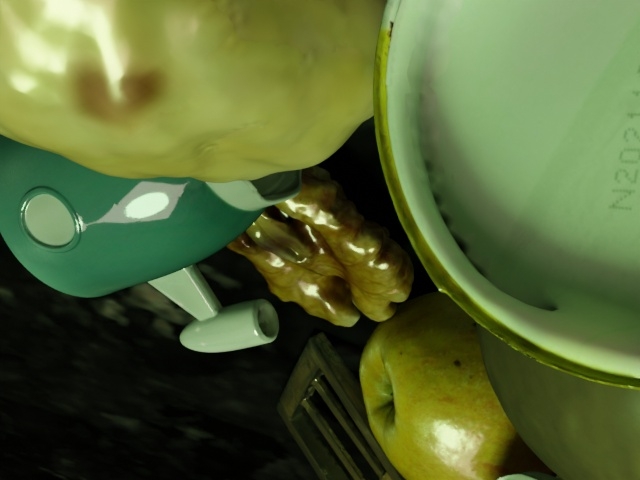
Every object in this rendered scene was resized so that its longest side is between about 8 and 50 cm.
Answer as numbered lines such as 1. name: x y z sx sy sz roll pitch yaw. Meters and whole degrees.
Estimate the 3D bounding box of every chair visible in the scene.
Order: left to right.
1. chair: 0.170 0.265 1.021 0.241 0.416 0.203 -21 157 -26

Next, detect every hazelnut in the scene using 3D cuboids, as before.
1. hazelnut: -0.082 -0.147 0.474 0.261 0.261 0.241 21 124 -7

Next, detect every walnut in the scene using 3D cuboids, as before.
1. walnut: 0.000 0.000 0.794 0.143 0.069 0.170 -10 136 38

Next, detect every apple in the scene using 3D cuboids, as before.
1. apple: 0.116 0.126 0.823 0.155 0.182 0.182 8 149 -20

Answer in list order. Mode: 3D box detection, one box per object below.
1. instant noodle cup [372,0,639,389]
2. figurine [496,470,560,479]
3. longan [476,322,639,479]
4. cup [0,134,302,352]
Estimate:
1. instant noodle cup: 0.156 -0.051 0.380 0.264 0.264 0.200 -11 168 34
2. figurine: 0.248 0.211 0.729 0.236 0.133 0.176 -3 -174 -33
3. longan: 0.227 0.058 0.610 0.243 0.300 0.300 -33 132 3
4. cup: -0.106 -0.056 0.679 0.173 0.167 0.299 -15 109 32
